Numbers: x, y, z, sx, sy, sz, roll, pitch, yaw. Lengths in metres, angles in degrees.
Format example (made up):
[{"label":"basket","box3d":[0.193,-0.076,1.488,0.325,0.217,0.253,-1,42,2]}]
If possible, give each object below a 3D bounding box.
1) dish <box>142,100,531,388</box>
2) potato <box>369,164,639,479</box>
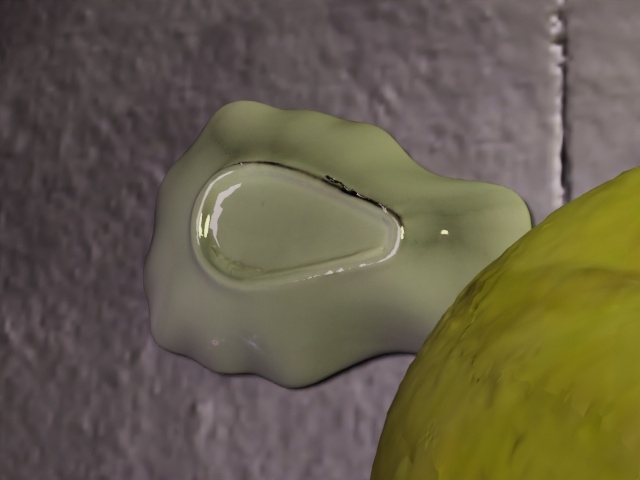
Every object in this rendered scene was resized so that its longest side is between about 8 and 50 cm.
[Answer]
[{"label":"dish","box3d":[0.000,0.000,0.572,0.137,0.039,0.091,10,80,24]},{"label":"potato","box3d":[0.115,0.093,0.408,0.330,0.213,0.280,-28,68,12]}]
